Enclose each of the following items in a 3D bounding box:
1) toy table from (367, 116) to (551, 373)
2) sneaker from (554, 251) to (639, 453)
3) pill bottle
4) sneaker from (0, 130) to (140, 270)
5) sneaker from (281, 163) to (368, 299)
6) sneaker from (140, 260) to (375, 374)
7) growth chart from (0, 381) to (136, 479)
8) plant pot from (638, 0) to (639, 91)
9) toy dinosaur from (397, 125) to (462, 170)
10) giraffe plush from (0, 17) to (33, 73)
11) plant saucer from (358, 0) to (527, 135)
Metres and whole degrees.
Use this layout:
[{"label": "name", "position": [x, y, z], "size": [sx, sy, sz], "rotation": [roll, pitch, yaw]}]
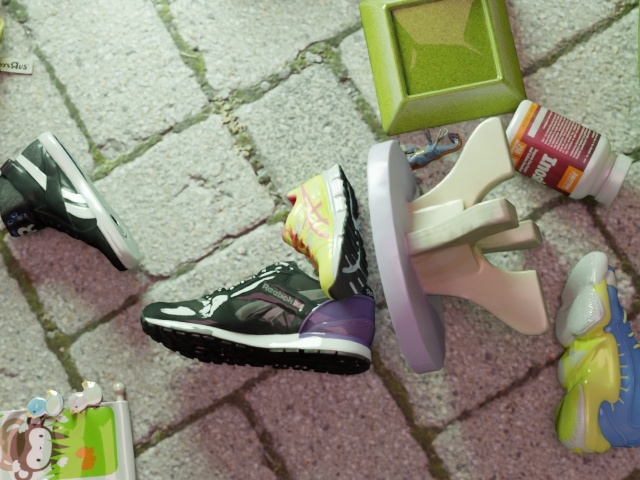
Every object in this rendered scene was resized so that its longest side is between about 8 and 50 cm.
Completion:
[{"label": "toy table", "position": [0.163, 0.003, 1.240], "size": [0.160, 0.252, 0.274], "rotation": [-14, 90, 18]}, {"label": "sneaker", "position": [0.351, 0.138, 1.280], "size": [0.126, 0.091, 0.240], "rotation": [11, 81, -13]}, {"label": "pill bottle", "position": [0.298, -0.104, 1.309], "size": [0.152, 0.086, 0.086], "rotation": [27, 83, 8]}, {"label": "sneaker", "position": [-0.326, -0.022, 1.345], "size": [0.121, 0.079, 0.217], "rotation": [-38, 72, 0]}, {"label": "sneaker", "position": [0.000, 0.000, 1.290], "size": [0.094, 0.081, 0.208], "rotation": [-18, 39, 11]}, {"label": "sneaker", "position": [-0.074, 0.085, 1.309], "size": [0.283, 0.107, 0.124], "rotation": [7, 67, 1]}, {"label": "growth chart", "position": [-0.340, 0.275, 1.322], "size": [0.237, 0.021, 0.172], "rotation": [-16, 79, 0]}, {"label": "plant pot", "position": [0.488, -0.262, 1.257], "size": [0.274, 0.275, 0.294], "rotation": [-8, 64, 2]}, {"label": "toy dinosaur", "position": [0.137, -0.112, 1.355], "size": [0.082, 0.047, 0.090], "rotation": [4, 122, -11]}, {"label": "giraffe plush", "position": [-0.489, -0.237, 1.336], "size": [0.210, 0.170, 0.181], "rotation": [-12, 80, 1]}, {"label": "plant saucer", "position": [0.156, -0.244, 1.361], "size": [0.188, 0.045, 0.188], "rotation": [-11, 81, 2]}]
